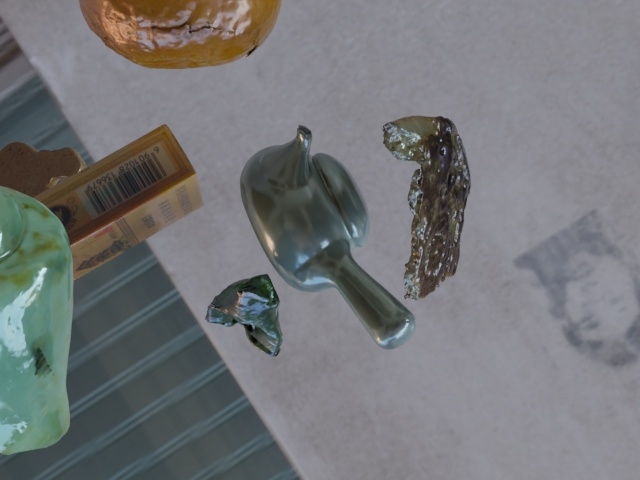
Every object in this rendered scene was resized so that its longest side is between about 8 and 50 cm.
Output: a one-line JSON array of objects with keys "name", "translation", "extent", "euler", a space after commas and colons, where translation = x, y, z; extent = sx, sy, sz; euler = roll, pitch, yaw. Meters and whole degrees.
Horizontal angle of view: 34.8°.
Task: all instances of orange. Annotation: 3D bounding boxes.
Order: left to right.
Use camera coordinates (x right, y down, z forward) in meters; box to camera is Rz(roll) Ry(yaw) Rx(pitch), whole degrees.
[{"name": "orange", "translation": [-0.150, -0.278, 1.094], "extent": [0.219, 0.193, 0.219], "euler": [-7, 165, -2]}]

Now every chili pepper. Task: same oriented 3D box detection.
[{"name": "chili pepper", "translation": [-0.080, 0.085, 1.245], "extent": [0.062, 0.108, 0.216], "euler": [-62, -178, -16]}]

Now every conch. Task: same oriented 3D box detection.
[{"name": "conch", "translation": [-0.279, 0.071, 0.834], "extent": [0.143, 0.137, 0.251], "euler": [-50, 156, -62]}]

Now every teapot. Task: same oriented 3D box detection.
[{"name": "teapot", "translation": [0.008, 0.010, 1.352], "extent": [0.149, 0.318, 0.220], "euler": [-26, 172, 4]}]

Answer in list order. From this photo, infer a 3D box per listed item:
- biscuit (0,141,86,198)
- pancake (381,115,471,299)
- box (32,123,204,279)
[{"name": "biscuit", "translation": [-0.528, -0.103, 1.801], "extent": [0.236, 0.144, 0.040], "euler": [7, 161, 20]}, {"name": "pancake", "translation": [0.136, -0.059, 1.243], "extent": [0.056, 0.258, 0.212], "euler": [12, -147, 23]}, {"name": "box", "translation": [-0.277, -0.021, 1.217], "extent": [0.274, 0.076, 0.174], "euler": [-31, 172, -9]}]
